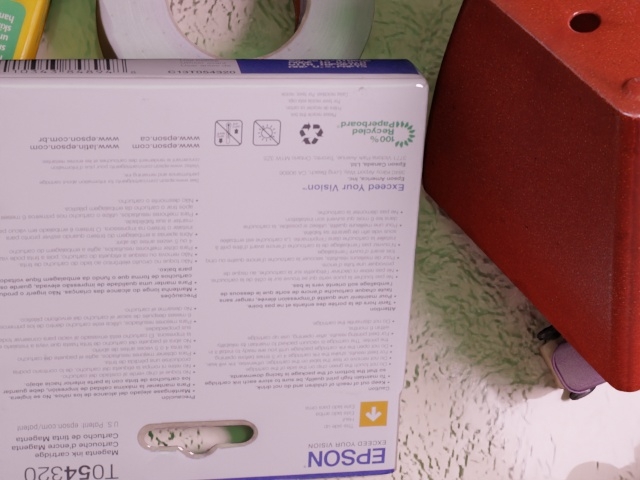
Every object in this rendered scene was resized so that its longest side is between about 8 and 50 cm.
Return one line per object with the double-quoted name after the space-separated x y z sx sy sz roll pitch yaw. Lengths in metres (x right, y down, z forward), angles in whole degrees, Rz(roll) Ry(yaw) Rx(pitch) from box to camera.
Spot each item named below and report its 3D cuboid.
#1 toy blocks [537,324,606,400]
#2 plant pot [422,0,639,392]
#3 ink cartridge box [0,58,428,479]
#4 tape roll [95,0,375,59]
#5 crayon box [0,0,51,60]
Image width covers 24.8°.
0.379 0.132 1.088 0.288 0.260 0.309 -29 87 -12 "toy blocks"
0.238 -0.104 1.060 0.267 0.236 0.267 -32 53 -12 "plant pot"
-0.093 0.027 1.095 0.324 0.071 0.330 -1 113 -11 "ink cartridge box"
-0.069 -0.188 1.162 0.219 0.072 0.219 1 82 -9 "tape roll"
-0.306 -0.225 1.124 0.203 0.083 0.323 15 79 -6 "crayon box"
